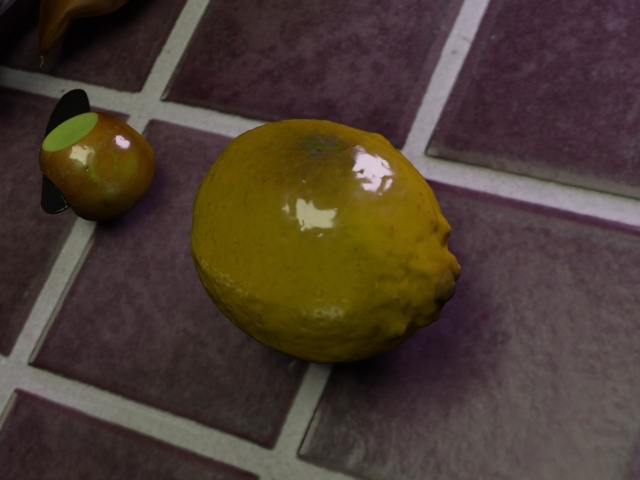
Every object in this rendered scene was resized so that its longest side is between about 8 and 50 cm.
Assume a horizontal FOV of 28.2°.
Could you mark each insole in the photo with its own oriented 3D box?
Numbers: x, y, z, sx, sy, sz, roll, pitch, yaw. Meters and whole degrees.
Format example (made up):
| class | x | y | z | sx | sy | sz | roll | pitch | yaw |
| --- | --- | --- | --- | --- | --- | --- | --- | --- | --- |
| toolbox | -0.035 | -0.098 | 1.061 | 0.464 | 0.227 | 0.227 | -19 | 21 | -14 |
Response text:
| class | x | y | z | sx | sy | sz | roll | pitch | yaw |
| --- | --- | --- | --- | --- | --- | --- | --- | --- | --- |
| insole | -0.272 | -0.096 | 1.355 | 0.053 | 0.002 | 0.152 | -9 | 61 | 17 |

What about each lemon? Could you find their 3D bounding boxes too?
| class | x | y | z | sx | sy | sz | roll | pitch | yaw |
| --- | --- | --- | --- | --- | --- | --- | --- | --- | --- |
| lemon | 0.000 | 0.000 | 1.080 | 0.260 | 0.204 | 0.204 | 22 | 74 | 30 |

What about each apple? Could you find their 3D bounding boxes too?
| class | x | y | z | sx | sy | sz | roll | pitch | yaw |
| --- | --- | --- | --- | --- | --- | --- | --- | --- | --- |
| apple | -0.220 | -0.075 | 1.269 | 0.102 | 0.099 | 0.114 | -39 | 31 | -11 |

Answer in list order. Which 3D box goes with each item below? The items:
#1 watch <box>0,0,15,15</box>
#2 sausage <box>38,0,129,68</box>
| class | x | y | z | sx | sy | sz | roll | pitch | yaw |
| --- | --- | --- | --- | --- | --- | --- | --- | --- | --- |
| watch | -0.381 | -0.273 | 1.356 | 0.211 | 0.248 | 0.217 | 44 | 72 | -3 |
| sausage | -0.214 | -0.325 | 1.394 | 0.328 | 0.112 | 0.112 | -48 | 58 | -4 |
